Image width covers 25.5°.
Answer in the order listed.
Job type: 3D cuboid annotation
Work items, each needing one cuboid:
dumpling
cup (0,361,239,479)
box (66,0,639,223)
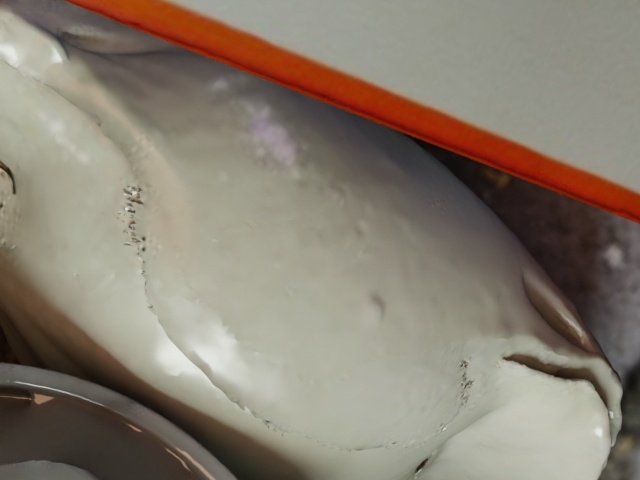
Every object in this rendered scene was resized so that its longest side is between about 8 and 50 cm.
[{"bbox_3d":[-0.055,0.029,0.631,0.260,0.341,0.181,-26,62,49],"label":"dumpling"},{"bbox_3d":[-0.167,0.212,0.596,0.253,0.371,0.253,7,69,-18],"label":"cup"},{"bbox_3d":[0.065,-0.201,0.497,0.257,0.349,0.318,36,106,54],"label":"box"}]
